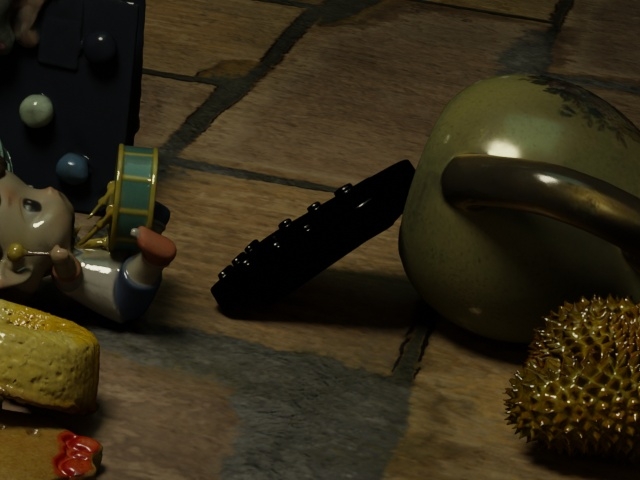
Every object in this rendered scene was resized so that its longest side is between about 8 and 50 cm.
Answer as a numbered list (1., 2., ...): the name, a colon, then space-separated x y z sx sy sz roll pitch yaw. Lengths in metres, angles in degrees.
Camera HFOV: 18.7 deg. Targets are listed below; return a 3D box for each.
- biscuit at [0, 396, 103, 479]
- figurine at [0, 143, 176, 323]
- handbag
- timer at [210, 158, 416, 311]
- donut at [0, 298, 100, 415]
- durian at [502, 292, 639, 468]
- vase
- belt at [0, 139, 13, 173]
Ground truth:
1. biscuit: -0.273 0.147 1.438 0.225 0.036 0.166 17 22 24
2. figurine: -0.263 -0.012 1.678 0.275 0.158 0.161 3 12 -11
3. handbag: -0.341 -0.174 1.916 0.325 0.269 0.118 7 23 1
4. timer: 0.000 0.000 1.761 0.187 0.055 0.144 -29 8 26
5. donut: -0.253 0.081 1.506 0.178 0.065 0.162 17 1 8
6. durian: 0.232 0.111 1.562 0.168 0.137 0.158 1 41 7
7. vase: 0.226 -0.014 1.685 0.302 0.241 0.329 21 -2 14
8. belt: -0.382 -0.076 1.822 0.198 0.078 0.151 15 64 12
